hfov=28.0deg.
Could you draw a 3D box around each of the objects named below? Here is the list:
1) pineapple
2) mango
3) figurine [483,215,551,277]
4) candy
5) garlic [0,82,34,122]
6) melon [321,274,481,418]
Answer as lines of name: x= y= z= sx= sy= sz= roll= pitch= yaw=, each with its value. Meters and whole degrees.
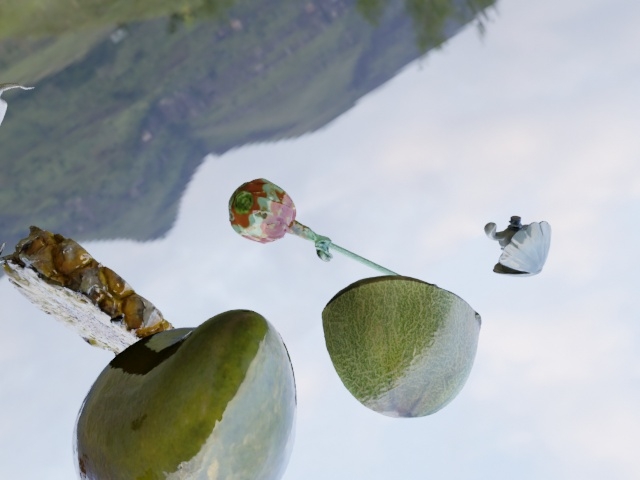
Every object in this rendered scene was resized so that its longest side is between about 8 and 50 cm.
pineapple: x=-0.185 y=0.059 z=1.100 sx=0.047 sy=0.221 sz=0.221 roll=-55 pitch=-153 yaw=-17
mango: x=-0.085 y=0.123 z=0.807 sx=0.146 sy=0.129 sz=0.289 roll=-55 pitch=-174 yaw=-14
figurine: x=0.261 y=0.003 z=1.669 sx=0.094 sy=0.086 sz=0.082 roll=-32 pitch=-144 yaw=-14
candy: x=-0.001 y=0.001 z=1.747 sx=0.084 sy=0.288 sz=0.078 roll=-18 pitch=-128 yaw=55
garlic: x=-0.477 y=-0.157 z=1.662 sx=0.267 sy=0.128 sz=0.148 roll=-17 pitch=-160 yaw=4
melon: x=0.085 y=0.101 z=1.216 sx=0.079 sy=0.160 sz=0.128 roll=120 pitch=-21 yaw=-55
